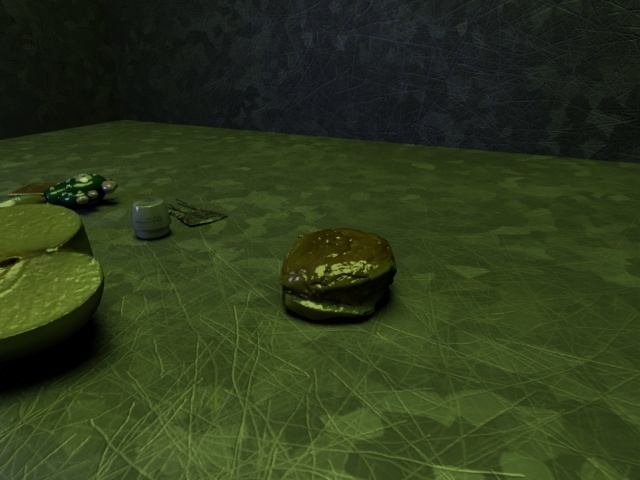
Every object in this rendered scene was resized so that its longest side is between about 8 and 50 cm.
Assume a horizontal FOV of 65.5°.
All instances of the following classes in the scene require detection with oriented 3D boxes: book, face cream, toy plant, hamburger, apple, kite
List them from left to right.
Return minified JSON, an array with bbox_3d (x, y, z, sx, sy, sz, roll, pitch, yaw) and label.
[{"bbox_3d":[-0.614,0.073,0.934,0.360,0.312,0.320,-17,0,-27],"label":"apple"},{"bbox_3d":[-1.108,-0.211,2.030,0.241,0.018,0.170,-1,22,0],"label":"book"},{"bbox_3d":[-0.874,-0.184,1.827,0.232,0.113,0.243,8,29,25],"label":"toy plant"},{"bbox_3d":[-0.519,-0.067,1.523,0.117,0.104,0.117,-1,20,0],"label":"face cream"},{"bbox_3d":[-0.457,-0.098,1.726,0.285,0.015,0.152,21,28,39],"label":"kite"},{"bbox_3d":[0.039,0.061,1.136,0.265,0.134,0.285,0,19,-2],"label":"hamburger"}]

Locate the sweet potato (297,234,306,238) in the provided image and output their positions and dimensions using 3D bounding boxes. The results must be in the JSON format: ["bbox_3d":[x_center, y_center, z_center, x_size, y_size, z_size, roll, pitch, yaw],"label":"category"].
[{"bbox_3d":[0.003,0.000,1.422,0.153,0.038,0.041,16,4,40],"label":"sweet potato"}]

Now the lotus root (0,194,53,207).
[{"bbox_3d":[-0.899,-0.024,1.406,0.158,0.140,0.322,36,42,19],"label":"lotus root"}]
